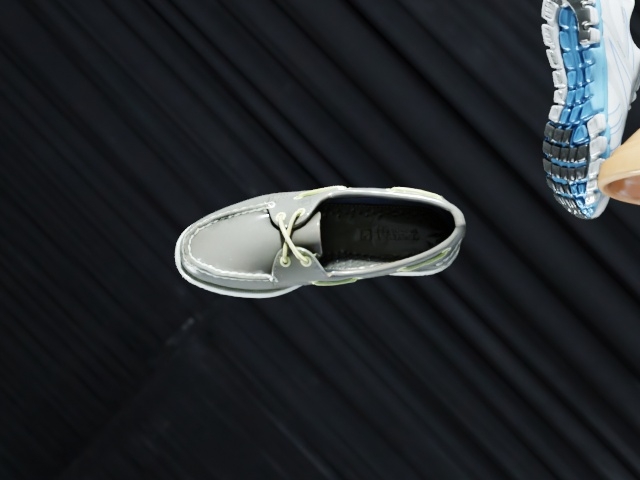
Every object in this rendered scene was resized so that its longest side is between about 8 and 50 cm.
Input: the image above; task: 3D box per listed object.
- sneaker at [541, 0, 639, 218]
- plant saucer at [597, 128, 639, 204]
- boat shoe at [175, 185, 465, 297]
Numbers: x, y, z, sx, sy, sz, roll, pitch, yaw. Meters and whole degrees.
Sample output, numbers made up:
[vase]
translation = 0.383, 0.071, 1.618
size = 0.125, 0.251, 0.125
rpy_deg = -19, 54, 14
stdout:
[sneaker]
translation = 0.227, -0.112, 1.128
size = 0.082, 0.191, 0.071
rpy_deg = -4, 8, -32
[plant saucer]
translation = 0.261, -0.043, 0.816
size = 0.200, 0.199, 0.037
rpy_deg = 117, 157, -83
[boat shoe]
translation = 0.000, -0.005, 1.471
size = 0.304, 0.109, 0.091
rpy_deg = -4, -11, -3
